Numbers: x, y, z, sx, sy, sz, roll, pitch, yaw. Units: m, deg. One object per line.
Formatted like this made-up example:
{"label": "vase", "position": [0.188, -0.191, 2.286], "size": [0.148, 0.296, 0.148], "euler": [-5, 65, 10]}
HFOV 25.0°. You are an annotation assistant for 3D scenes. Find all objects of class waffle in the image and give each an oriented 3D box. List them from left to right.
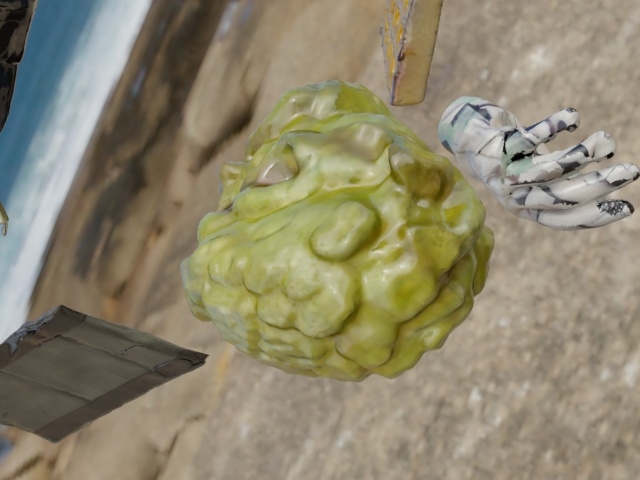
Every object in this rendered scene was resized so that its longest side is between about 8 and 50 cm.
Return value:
{"label": "waffle", "position": [0.050, -0.138, 0.803], "size": [0.135, 0.021, 0.092], "euler": [-93, 13, -64]}

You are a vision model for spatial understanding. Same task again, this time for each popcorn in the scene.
{"label": "popcorn", "position": [0.000, 0.000, 1.107], "size": [0.225, 0.173, 0.286], "euler": [-34, 34, -3]}

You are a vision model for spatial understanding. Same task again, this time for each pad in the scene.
{"label": "pad", "position": [-0.241, 0.125, 1.334], "size": [0.233, 0.174, 0.022], "euler": [-31, 50, 37]}

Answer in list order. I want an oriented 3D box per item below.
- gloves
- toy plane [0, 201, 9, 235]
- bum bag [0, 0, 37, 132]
{"label": "gloves", "position": [0.217, -0.068, 1.433], "size": [0.212, 0.111, 0.127], "euler": [43, 158, 41]}
{"label": "toy plane", "position": [-0.334, -0.016, 0.951], "size": [0.092, 0.229, 0.244], "euler": [-130, 19, -71]}
{"label": "bum bag", "position": [-0.167, -0.182, 0.715], "size": [0.137, 0.074, 0.310], "euler": [56, -138, -58]}
